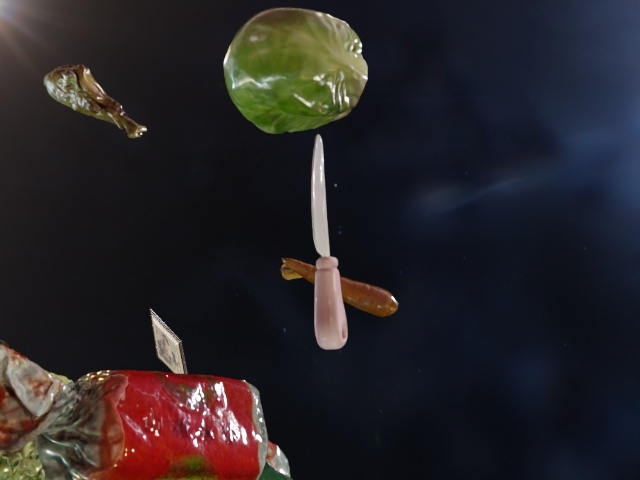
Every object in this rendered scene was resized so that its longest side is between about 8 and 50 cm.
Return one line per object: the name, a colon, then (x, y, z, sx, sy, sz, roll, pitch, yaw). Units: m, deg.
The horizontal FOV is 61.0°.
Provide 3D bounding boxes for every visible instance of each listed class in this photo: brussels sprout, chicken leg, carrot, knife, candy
brussels sprout: (-0.043, -0.288, 0.927, 0.244, 0.244, 0.244, -7, -134, 8)
chicken leg: (-0.362, -0.224, 0.877, 0.178, 0.093, 0.070, 38, -107, 0)
carrot: (0.032, 0.077, 0.928, 0.216, 0.048, 0.048, 23, -130, -8)
knife: (-0.001, 0.001, 0.837, 0.043, 0.081, 0.336, -7, -91, 17)
candy: (-0.103, 0.131, 0.374, 0.059, 0.292, 0.086, -30, -123, 19)

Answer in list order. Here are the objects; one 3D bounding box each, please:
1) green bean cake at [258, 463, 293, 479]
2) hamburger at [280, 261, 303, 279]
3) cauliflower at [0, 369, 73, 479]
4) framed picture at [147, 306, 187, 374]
green bean cake: (-0.087, 0.546, 0.956, 0.169, 0.308, 0.300, -42, -128, -7)
hamburger: (-0.085, 0.095, 1.731, 0.083, 0.076, 0.044, -7, -113, 10)
cauliflower: (-0.496, 0.345, 0.898, 0.281, 0.327, 0.260, -60, -144, 9)
framed picture: (-0.444, 0.318, 1.599, 0.010, 0.199, 0.195, -27, -136, -1)
